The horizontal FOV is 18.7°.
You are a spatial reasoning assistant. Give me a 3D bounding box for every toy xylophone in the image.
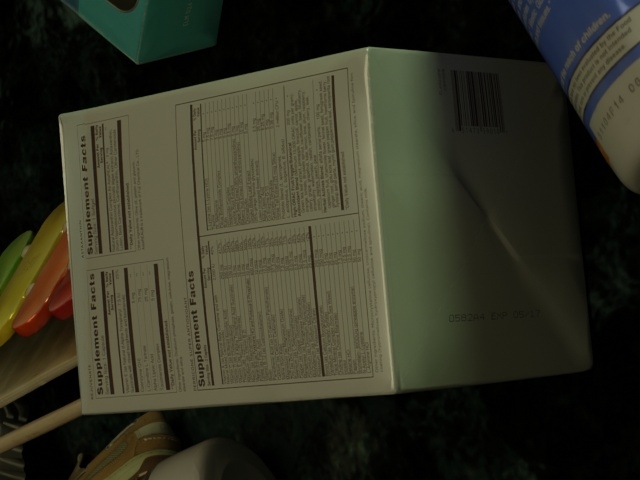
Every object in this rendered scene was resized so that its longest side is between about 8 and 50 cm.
[{"bbox_3d":[-0.200,0.051,1.405,0.323,0.236,0.081,-33,113,30],"label":"toy xylophone"}]

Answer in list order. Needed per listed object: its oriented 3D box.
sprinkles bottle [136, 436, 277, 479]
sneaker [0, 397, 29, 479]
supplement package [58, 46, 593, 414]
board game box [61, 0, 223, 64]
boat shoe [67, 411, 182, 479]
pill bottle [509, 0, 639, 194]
[{"bbox_3d":[-0.187,0.261,1.391,0.355,0.121,0.121,-28,73,24],"label":"sprinkles bottle"},{"bbox_3d":[-0.273,0.197,1.473,0.090,0.235,0.094,19,110,-2],"label":"sneaker"},{"bbox_3d":[0.000,0.000,1.218,0.263,0.199,0.198,-8,85,41],"label":"supplement package"},{"bbox_3d":[-0.152,-0.333,1.362,0.254,0.079,0.336,40,133,33],"label":"board game box"},{"bbox_3d":[-0.168,0.194,1.469,0.190,0.068,0.072,-38,50,28],"label":"boat shoe"},{"bbox_3d":[0.172,-0.174,1.095,0.152,0.152,0.272,-43,65,33],"label":"pill bottle"}]
